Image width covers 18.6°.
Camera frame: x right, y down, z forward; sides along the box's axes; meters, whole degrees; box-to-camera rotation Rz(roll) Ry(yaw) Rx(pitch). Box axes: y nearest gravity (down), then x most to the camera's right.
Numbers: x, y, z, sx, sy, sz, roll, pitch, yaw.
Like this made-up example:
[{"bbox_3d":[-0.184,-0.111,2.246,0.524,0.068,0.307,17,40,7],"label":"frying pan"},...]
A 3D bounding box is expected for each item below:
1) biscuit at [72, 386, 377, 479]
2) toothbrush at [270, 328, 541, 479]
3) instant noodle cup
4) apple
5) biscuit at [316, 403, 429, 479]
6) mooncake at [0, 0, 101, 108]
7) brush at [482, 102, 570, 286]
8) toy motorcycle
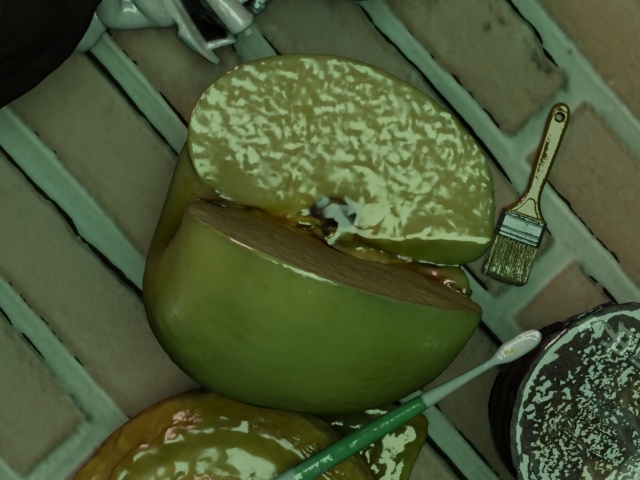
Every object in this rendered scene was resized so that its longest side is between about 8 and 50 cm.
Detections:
[{"bbox_3d":[-0.081,0.271,1.640,0.296,0.102,0.296,0,93,7],"label":"biscuit"},{"bbox_3d":[0.067,0.139,1.574,0.257,0.024,0.018,-32,92,6],"label":"toothbrush"},{"bbox_3d":[0.245,0.154,1.650,0.217,0.207,0.218,0,90,-6],"label":"instant noodle cup"},{"bbox_3d":[-0.008,0.017,1.592,0.257,0.233,0.295,17,46,-15],"label":"apple"},{"bbox_3d":[-0.007,0.210,1.702,0.174,0.039,0.183,17,87,-8],"label":"biscuit"},{"bbox_3d":[-0.362,-0.265,1.529,0.381,0.212,0.351,41,103,15],"label":"mooncake"},{"bbox_3d":[0.190,-0.043,1.739,0.043,0.014,0.170,19,87,-5],"label":"brush"},{"bbox_3d":[-0.173,-0.235,1.652,0.260,0.110,0.171,30,103,-14],"label":"toy motorcycle"}]
